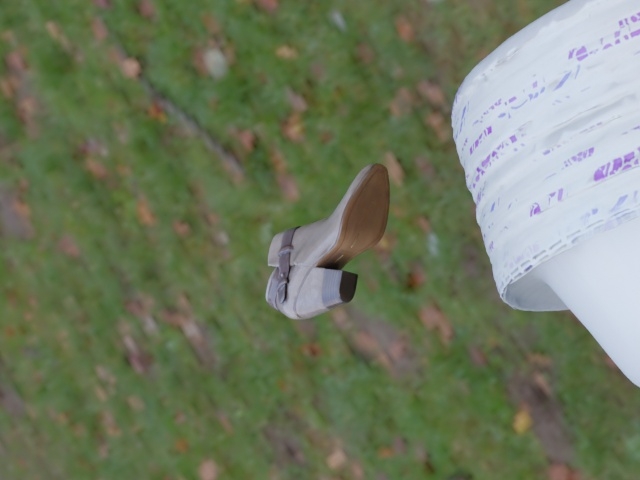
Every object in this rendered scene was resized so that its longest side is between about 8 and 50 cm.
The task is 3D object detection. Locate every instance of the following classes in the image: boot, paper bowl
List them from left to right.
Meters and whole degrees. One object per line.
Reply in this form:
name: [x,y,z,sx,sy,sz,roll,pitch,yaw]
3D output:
boot: [0.000,0.000,1.305,0.042,0.118,0.087,29,163,-37]
paper bowl: [0.208,-0.027,0.756,0.284,0.284,0.148,137,121,-64]
